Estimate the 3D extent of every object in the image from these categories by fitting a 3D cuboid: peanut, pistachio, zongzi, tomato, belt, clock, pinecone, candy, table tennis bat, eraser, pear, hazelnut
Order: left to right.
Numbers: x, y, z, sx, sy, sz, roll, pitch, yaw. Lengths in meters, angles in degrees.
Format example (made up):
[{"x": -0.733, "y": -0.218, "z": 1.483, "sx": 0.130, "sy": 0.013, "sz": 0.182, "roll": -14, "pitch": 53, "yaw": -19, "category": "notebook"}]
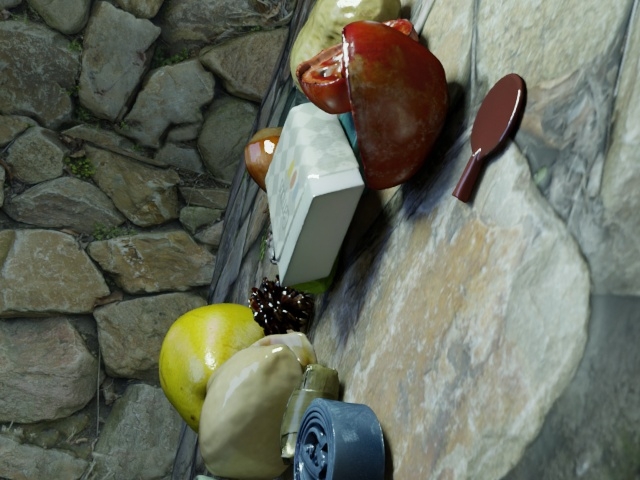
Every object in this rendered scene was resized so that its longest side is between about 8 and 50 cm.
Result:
[{"x": -0.212, "y": 0.290, "z": 1.467, "sx": 0.336, "sy": 0.284, "sz": 0.285, "roll": 52, "pitch": 128, "yaw": 48, "category": "pear"}, {"x": -0.107, "y": 0.297, "z": 1.186, "sx": 0.193, "sy": 0.214, "sz": 0.318, "roll": -18, "pitch": -34, "yaw": -53, "category": "pistachio"}, {"x": -0.112, "y": -0.208, "z": 1.811, "sx": 0.214, "sy": 0.176, "sz": 0.214, "roll": -13, "pitch": -90, "yaw": -78, "category": "hazelnut"}, {"x": -0.077, "y": 0.129, "z": 1.352, "sx": 0.120, "sy": 0.140, "sz": 0.140, "roll": -30, "pitch": 24, "yaw": 7, "category": "pinecone"}, {"x": -0.097, "y": -0.345, "z": 2.132, "sx": 0.312, "sy": 0.061, "sz": 0.313, "roll": -165, "pitch": 90, "yaw": -76, "category": "clock"}, {"x": -0.022, "y": 0.284, "z": 1.076, "sx": 0.176, "sy": 0.078, "sz": 0.160, "roll": 117, "pitch": 171, "yaw": -70, "category": "zongzi"}, {"x": -0.023, "y": -0.101, "z": 1.195, "sx": 0.397, "sy": 0.082, "sz": 0.213, "roll": -103, "pitch": 31, "yaw": -59, "category": "eraser"}, {"x": 0.000, "y": 0.000, "z": 1.267, "sx": 0.097, "sy": 0.096, "sz": 0.210, "roll": 135, "pitch": 156, "yaw": -65, "category": "candy"}, {"x": 0.022, "y": 0.279, "z": 0.859, "sx": 0.190, "sy": 0.082, "sz": 0.141, "roll": 178, "pitch": 104, "yaw": -76, "category": "belt"}, {"x": 0.045, "y": -0.408, "z": 1.374, "sx": 0.387, "sy": 0.169, "sz": 0.192, "roll": 137, "pitch": 141, "yaw": -65, "category": "peanut"}, {"x": 0.069, "y": -0.284, "z": 1.146, "sx": 0.228, "sy": 0.228, "sz": 0.101, "roll": -104, "pitch": -12, "yaw": -65, "category": "tomato"}, {"x": 0.108, "y": -0.192, "z": 0.928, "sx": 0.200, "sy": 0.139, "sz": 0.233, "roll": -82, "pitch": -21, "yaw": -57, "category": "tomato"}, {"x": 0.189, "y": -0.117, "z": 0.763, "sx": 0.098, "sy": 0.019, "sz": 0.155, "roll": -118, "pitch": 47, "yaw": -71, "category": "table tennis bat"}]

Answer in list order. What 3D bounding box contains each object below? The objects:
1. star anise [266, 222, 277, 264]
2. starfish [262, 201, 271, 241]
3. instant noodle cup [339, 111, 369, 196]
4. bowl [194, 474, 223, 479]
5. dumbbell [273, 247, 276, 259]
[{"x": -0.081, "y": -0.030, "z": 1.628, "sx": 0.229, "sy": 0.093, "sz": 0.236, "roll": 123, "pitch": 160, "yaw": -54, "category": "star anise"}, {"x": -0.143, "y": -0.099, "z": 2.054, "sx": 0.238, "sy": 0.057, "sz": 0.213, "roll": -95, "pitch": 17, "yaw": -59, "category": "starfish"}, {"x": 0.064, "y": -0.158, "z": 1.219, "sx": 0.157, "sy": 0.070, "sz": 0.179, "roll": -121, "pitch": 49, "yaw": -71, "category": "instant noodle cup"}, {"x": -0.170, "y": 0.573, "z": 1.140, "sx": 0.307, "sy": 0.163, "sz": 0.307, "roll": -165, "pitch": 90, "yaw": -77, "category": "bowl"}, {"x": -0.026, "y": -0.036, "z": 1.404, "sx": 0.110, "sy": 0.110, "sz": 0.255, "roll": 122, "pitch": 165, "yaw": -51, "category": "dumbbell"}]
